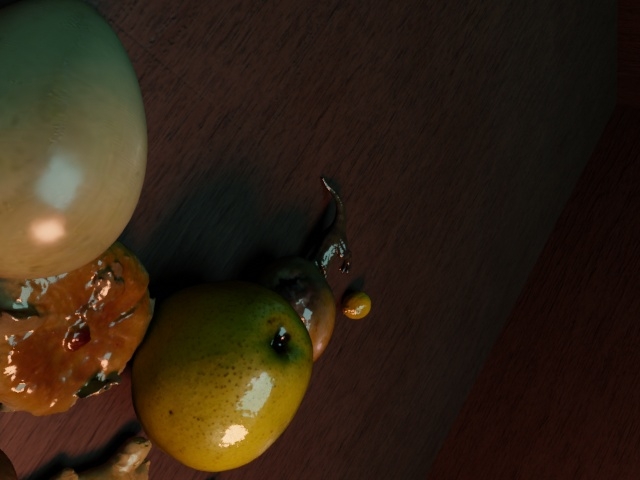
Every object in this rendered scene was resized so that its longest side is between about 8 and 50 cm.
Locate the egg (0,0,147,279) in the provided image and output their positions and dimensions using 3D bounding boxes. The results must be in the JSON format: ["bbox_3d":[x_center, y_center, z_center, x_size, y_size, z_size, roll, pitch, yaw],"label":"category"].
[{"bbox_3d":[-0.286,-0.107,0.602,0.218,0.218,0.296,17,82,-56],"label":"egg"}]

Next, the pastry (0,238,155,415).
[{"bbox_3d":[-0.321,0.096,0.752,0.257,0.120,0.236,-6,113,-53],"label":"pastry"}]

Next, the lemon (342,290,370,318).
[{"bbox_3d":[0.086,0.150,1.392,0.092,0.065,0.065,-28,130,-48],"label":"lemon"}]

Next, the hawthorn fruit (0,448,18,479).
[{"bbox_3d":[-0.444,0.336,0.681,0.199,0.199,0.251,-38,147,-36],"label":"hawthorn fruit"}]

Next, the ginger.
[{"bbox_3d":[-0.382,0.394,0.890,0.298,0.065,0.118,-12,109,-51],"label":"ginger"}]

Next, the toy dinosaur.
[{"bbox_3d":[0.000,0.000,1.169,0.187,0.087,0.179,-46,142,-31],"label":"toy dinosaur"}]

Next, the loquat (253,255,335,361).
[{"bbox_3d":[-0.058,0.136,1.094,0.179,0.179,0.227,-19,129,-48],"label":"loquat"}]

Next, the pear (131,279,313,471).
[{"bbox_3d":[-0.149,0.197,0.900,0.294,0.294,0.294,-31,132,-42],"label":"pear"}]
